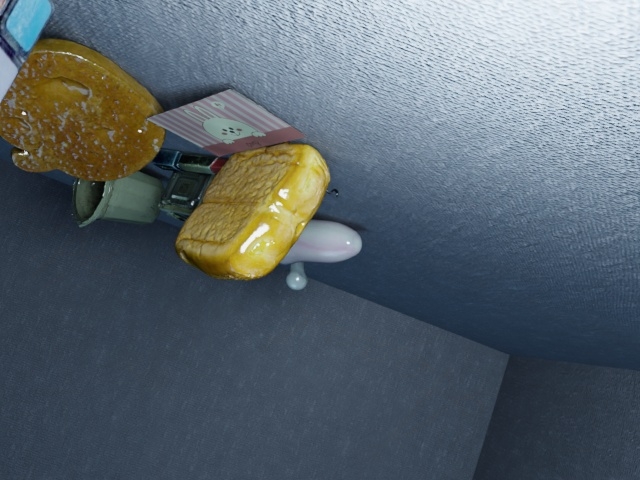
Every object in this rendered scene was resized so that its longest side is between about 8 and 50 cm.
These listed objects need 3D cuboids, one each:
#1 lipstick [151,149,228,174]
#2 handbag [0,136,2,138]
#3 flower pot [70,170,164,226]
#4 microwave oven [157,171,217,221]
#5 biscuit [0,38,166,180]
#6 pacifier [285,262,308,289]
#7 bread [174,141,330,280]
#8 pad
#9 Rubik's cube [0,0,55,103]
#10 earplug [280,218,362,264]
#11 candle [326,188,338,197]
[{"bbox_3d":[-0.360,-0.217,1.580,0.312,0.051,0.051,12,166,37],"label":"lipstick"},{"bbox_3d":[-0.865,-0.336,1.642,0.274,0.100,0.268,-1,168,37],"label":"handbag"},{"bbox_3d":[-0.730,-0.169,2.033,0.290,0.291,0.259,11,177,42],"label":"flower pot"},{"bbox_3d":[-0.391,-0.136,1.746,0.204,0.163,0.129,11,167,41],"label":"microwave oven"},{"bbox_3d":[-0.514,-0.249,1.167,0.367,0.314,0.063,37,-154,-52],"label":"biscuit"},{"bbox_3d":[-0.072,0.074,2.067,0.238,0.226,0.287,-3,163,19],"label":"pacifier"},{"bbox_3d":[-0.149,-0.052,1.226,0.148,0.328,0.336,41,158,-32],"label":"bread"},{"bbox_3d":[-0.197,-0.231,1.144,0.299,0.005,0.202,-2,162,44],"label":"pad"},{"bbox_3d":[-0.621,-0.321,0.705,0.361,0.364,0.359,20,168,-3],"label":"Rubik's cube"},{"bbox_3d":[0.000,0.000,1.757,0.301,0.173,0.172,3,161,40],"label":"earplug"},{"bbox_3d":[-0.031,-0.146,1.382,0.167,0.021,0.026,24,149,-11],"label":"candle"}]
